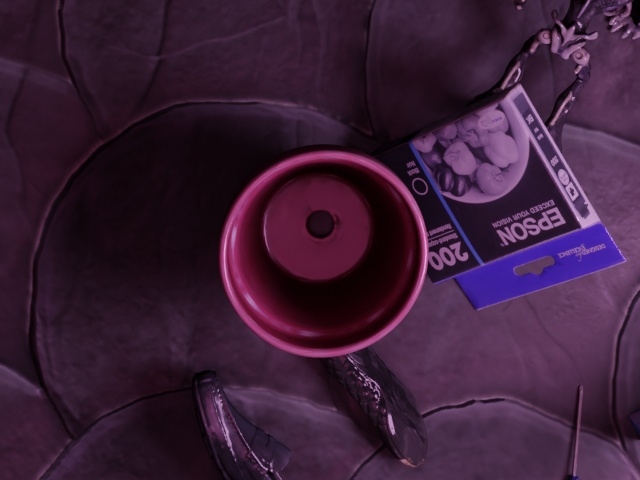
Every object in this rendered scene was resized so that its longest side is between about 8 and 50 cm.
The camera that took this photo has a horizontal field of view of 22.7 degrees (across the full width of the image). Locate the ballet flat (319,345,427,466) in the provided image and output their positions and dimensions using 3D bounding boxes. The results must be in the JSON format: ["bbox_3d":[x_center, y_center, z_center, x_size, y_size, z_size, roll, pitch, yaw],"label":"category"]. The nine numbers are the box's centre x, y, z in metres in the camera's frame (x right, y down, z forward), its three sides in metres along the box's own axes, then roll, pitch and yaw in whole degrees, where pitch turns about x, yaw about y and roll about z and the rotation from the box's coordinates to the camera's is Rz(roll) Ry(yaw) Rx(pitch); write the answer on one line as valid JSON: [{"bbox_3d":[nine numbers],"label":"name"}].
[{"bbox_3d":[0.059,0.166,1.688,0.057,0.049,0.173,-41,103,-40],"label":"ballet flat"}]

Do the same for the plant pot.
[{"bbox_3d":[0.000,0.000,1.582,0.201,0.180,0.201,0,99,-2],"label":"plant pot"}]

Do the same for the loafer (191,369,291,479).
[{"bbox_3d":[-0.070,0.230,1.674,0.078,0.076,0.223,-24,105,1],"label":"loafer"}]

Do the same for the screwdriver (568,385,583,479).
[{"bbox_3d":[0.276,0.240,1.716,0.025,0.024,0.170,6,93,-32],"label":"screwdriver"}]

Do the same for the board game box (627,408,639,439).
[{"bbox_3d":[0.409,0.181,1.609,0.160,0.211,0.039,-29,98,3],"label":"board game box"}]

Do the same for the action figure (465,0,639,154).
[{"bbox_3d":[0.252,-0.226,1.576,0.164,0.141,0.276,28,111,-4],"label":"action figure"}]

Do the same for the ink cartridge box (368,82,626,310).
[{"bbox_3d":[0.169,-0.030,1.591,0.206,0.045,0.208,-23,104,45],"label":"ink cartridge box"}]
